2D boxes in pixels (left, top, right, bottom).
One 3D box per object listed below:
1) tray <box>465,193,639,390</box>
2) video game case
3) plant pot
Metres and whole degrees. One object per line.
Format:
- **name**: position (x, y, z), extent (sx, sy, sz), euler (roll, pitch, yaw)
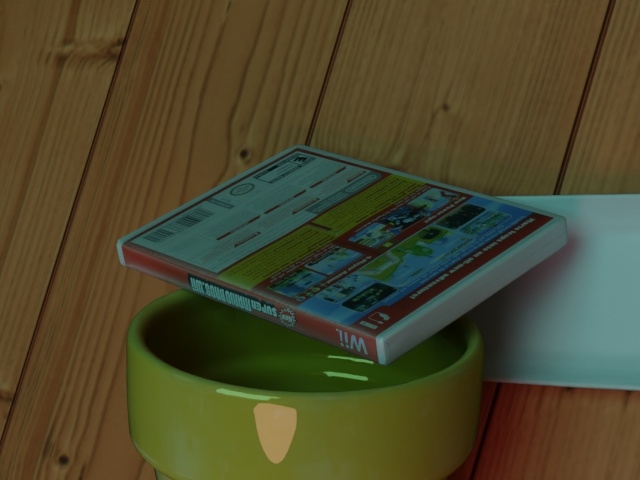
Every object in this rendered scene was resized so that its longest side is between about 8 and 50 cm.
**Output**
- **tray**: position (0.195, 0.038, 1.221), extent (0.270, 0.030, 0.145), euler (0, 78, 36)
- **video game case**: position (0.012, 0.001, 1.238), extent (0.285, 0.204, 0.025), euler (18, 127, 43)
- **plant pot**: position (-0.014, 0.173, 1.199), extent (0.254, 0.254, 0.239), euler (17, 113, 37)
